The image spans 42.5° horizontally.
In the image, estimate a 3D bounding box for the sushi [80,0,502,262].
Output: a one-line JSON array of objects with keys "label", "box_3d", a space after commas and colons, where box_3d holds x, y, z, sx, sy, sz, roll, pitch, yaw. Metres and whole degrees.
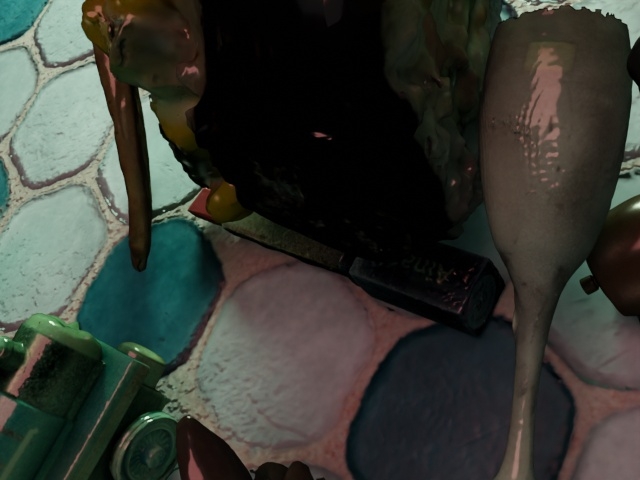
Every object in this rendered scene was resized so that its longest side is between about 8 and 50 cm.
[{"label": "sushi", "box_3d": [-0.028, -0.153, 0.598, 0.286, 0.328, 0.328, -2, 64, 21]}]

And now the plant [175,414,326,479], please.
[{"label": "plant", "box_3d": [-0.011, 0.236, 0.490, 0.321, 0.182, 0.194, 15, 78, 36]}]

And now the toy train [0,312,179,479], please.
[{"label": "toy train", "box_3d": [-0.235, 0.199, 0.624, 0.120, 0.194, 0.298, 18, 74, 36]}]

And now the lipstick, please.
[{"label": "lipstick", "box_3d": [0.000, 0.000, 0.688, 0.312, 0.051, 0.051, 20, 76, 36]}]

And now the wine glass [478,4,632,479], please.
[{"label": "wine glass", "box_3d": [0.119, 0.007, 0.424, 0.096, 0.264, 0.309, 7, 84, 11]}]

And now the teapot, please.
[{"label": "teapot", "box_3d": [0.210, 0.022, 0.550, 0.068, 0.076, 0.121, -33, 82, 23]}]

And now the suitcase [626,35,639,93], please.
[{"label": "suitcase", "box_3d": [0.326, -0.118, 0.470, 0.286, 0.206, 0.066, -34, 50, 8]}]

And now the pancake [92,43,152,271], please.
[{"label": "pancake", "box_3d": [-0.173, -0.097, 0.739, 0.031, 0.250, 0.250, -9, 56, -10]}]
